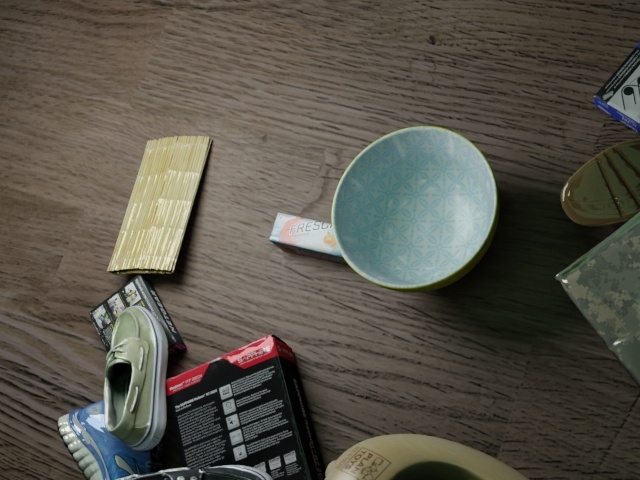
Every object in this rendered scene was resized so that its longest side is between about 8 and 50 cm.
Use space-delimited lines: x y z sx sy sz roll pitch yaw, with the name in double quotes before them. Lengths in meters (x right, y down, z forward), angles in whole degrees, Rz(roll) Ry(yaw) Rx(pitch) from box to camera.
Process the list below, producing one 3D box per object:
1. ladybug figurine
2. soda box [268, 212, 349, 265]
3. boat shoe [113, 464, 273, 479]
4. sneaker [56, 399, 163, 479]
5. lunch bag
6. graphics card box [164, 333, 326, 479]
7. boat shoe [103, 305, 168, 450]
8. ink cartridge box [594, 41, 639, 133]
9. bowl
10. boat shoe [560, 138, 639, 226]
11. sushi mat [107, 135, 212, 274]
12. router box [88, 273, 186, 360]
"ladybug figurine" 0.191 0.461 1.382 0.449 0.162 0.305 30 53 31
"soda box" 0.000 0.000 1.726 0.183 0.063 0.058 12 76 26
"boat shoe" -0.225 0.416 1.512 0.301 0.102 0.108 -3 71 8
"sneaker" -0.328 0.420 1.657 0.147 0.130 0.330 -32 77 -16
"lunch bag" 0.545 0.070 1.412 0.287 0.169 0.235 -39 60 10
"graphics card box" -0.119 0.378 1.614 0.232 0.094 0.371 -24 62 12
"boat shoe" -0.336 0.229 1.674 0.109 0.094 0.302 -33 46 16
"ink cartridge box" 0.575 -0.293 1.608 0.097 0.046 0.207 41 89 28
"bowl" 0.179 -0.034 1.611 0.289 0.156 0.290 -8 67 20
"boat shoe" 0.553 -0.114 1.514 0.341 0.110 0.122 -26 74 8
"sushi mat" -0.322 -0.075 1.893 0.151 0.019 0.317 0 62 24
"router box" -0.358 0.174 1.819 0.133 0.046 0.179 -37 61 5
